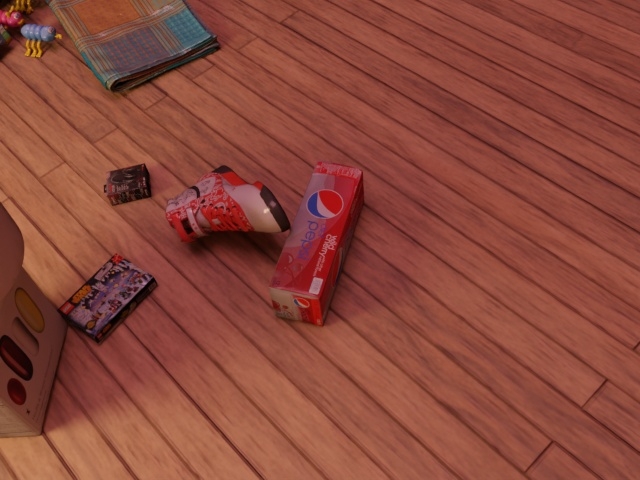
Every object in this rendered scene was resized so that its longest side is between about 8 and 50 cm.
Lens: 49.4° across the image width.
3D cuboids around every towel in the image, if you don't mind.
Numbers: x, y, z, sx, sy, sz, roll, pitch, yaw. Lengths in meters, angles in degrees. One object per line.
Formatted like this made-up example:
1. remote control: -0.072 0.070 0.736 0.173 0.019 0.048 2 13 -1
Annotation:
1. towel: -0.430 -0.499 1.551 0.271 0.040 0.370 -29 64 -17

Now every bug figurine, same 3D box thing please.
1. bug figurine: -0.666 -0.553 1.649 0.216 0.072 0.279 6 54 13

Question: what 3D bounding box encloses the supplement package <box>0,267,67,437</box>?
1. supplement package: -0.491 0.155 1.001 0.149 0.203 0.194 -5 53 5

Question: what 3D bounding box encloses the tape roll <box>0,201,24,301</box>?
1. tape roll: -0.536 -0.004 0.894 0.246 0.169 0.246 -4 53 5

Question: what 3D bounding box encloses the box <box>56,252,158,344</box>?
1. box: -0.348 0.093 1.138 0.094 0.027 0.137 26 61 26

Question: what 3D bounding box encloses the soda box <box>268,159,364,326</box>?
1. soda box: 0.000 0.000 1.118 0.083 0.092 0.263 11 56 13

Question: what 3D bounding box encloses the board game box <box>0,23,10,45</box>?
1. board game box: -0.814 -0.414 1.569 0.136 0.035 0.201 12 59 27

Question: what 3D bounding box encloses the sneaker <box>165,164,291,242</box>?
1. sneaker: -0.161 -0.037 1.135 0.145 0.090 0.270 -35 31 -15

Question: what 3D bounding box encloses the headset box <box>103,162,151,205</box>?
1. headset box: -0.359 -0.103 1.286 0.083 0.032 0.062 -12 52 -3
